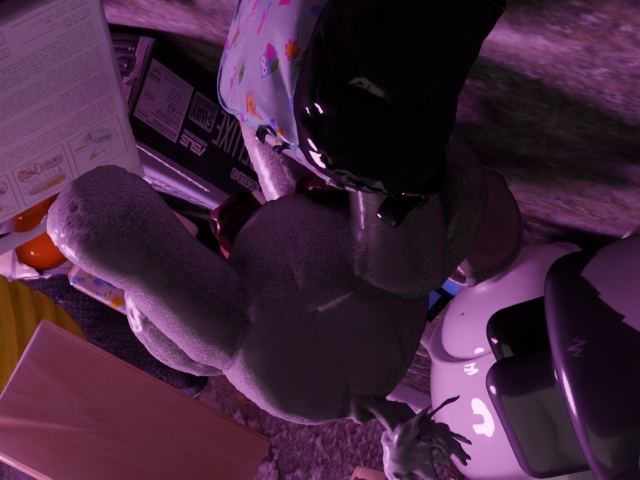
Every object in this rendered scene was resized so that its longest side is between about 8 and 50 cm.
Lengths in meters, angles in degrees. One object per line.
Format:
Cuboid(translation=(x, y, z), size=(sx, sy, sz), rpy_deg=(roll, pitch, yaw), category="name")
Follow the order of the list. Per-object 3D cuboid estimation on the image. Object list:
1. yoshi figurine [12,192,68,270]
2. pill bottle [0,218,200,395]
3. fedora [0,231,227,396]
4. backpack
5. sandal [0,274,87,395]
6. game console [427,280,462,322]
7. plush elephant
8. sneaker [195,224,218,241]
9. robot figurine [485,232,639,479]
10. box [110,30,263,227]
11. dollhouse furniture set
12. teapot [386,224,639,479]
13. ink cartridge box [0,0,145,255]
Cuboid(translation=(-0.366, -0.052, 1.564), size=(0.203, 0.203, 0.362), rpy_deg=(38, 179, 39), category="yoshi figurine")
Cuboid(translation=(-0.265, 0.054, 2.176), size=(0.318, 0.176, 0.176), rpy_deg=(19, 170, -8), category="pill bottle")
Cuboid(translation=(-0.213, 0.089, 1.836), size=(0.334, 0.152, 0.334), rpy_deg=(2, 167, 0), category="fedora")
Cuboid(translation=(0.016, -0.102, 1.030), size=(0.115, 0.152, 0.182), rpy_deg=(26, 180, -18), category="backpack")
Cuboid(translation=(-0.358, 0.097, 1.669), size=(0.317, 0.126, 0.138), rpy_deg=(13, 152, -22), category="sandal")
Cuboid(translation=(0.121, 0.067, 1.920), size=(0.071, 0.107, 0.122), rpy_deg=(44, -175, 32), category="game console")
Cuboid(translation=(0.000, 0.000, 1.357), size=(0.330, 0.272, 0.255), rpy_deg=(59, -171, -26), category="plush elephant")
Cuboid(translation=(-0.179, -0.009, 1.968), size=(0.130, 0.087, 0.227), rpy_deg=(22, 166, -14), category="sneaker")
Cuboid(translation=(0.252, 0.069, 1.250), size=(0.278, 0.209, 0.173), rpy_deg=(-16, 160, 16), category="robot figurine")
Cuboid(translation=(-0.163, -0.090, 1.515), size=(0.242, 0.076, 0.307), rpy_deg=(12, 169, 29), category="box")
Cuboid(translation=(-0.077, 0.206, 1.543), size=(0.394, 0.362, 0.256), rpy_deg=(29, 170, -13), category="dollhouse furniture set")
Cuboid(translation=(0.179, 0.090, 1.576), size=(0.187, 0.256, 0.252), rpy_deg=(50, -179, -17), category="teapot")
Cuboid(translation=(-0.224, -0.079, 1.242), size=(0.066, 0.189, 0.232), rpy_deg=(56, 167, 24), category="ink cartridge box")
